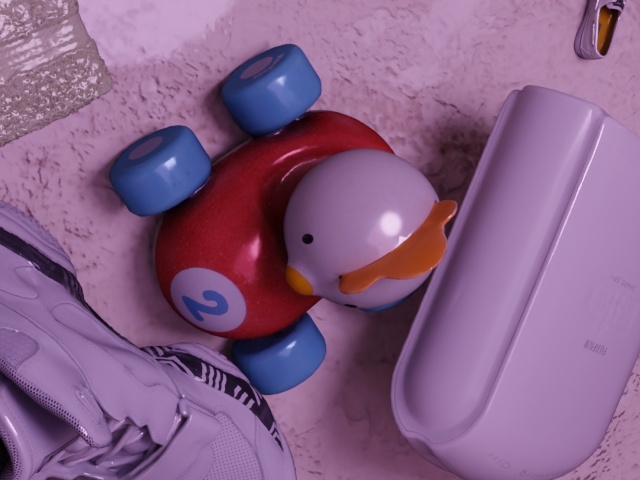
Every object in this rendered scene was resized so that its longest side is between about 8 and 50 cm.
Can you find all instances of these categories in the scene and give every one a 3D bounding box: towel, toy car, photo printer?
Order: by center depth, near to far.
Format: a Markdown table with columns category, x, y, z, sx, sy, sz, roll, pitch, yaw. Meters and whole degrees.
| category | x | y | z | sx | sy | sz | roll | pitch | yaw |
| --- | --- | --- | --- | --- | --- | --- | --- | --- | --- |
| towel | -0.228 | -0.122 | 0.937 | 0.148 | 0.027 | 0.110 | -28 | 112 | -18 |
| toy car | 0.000 | 0.000 | 0.951 | 0.210 | 0.238 | 0.219 | -38 | 113 | -14 |
| photo printer | 0.184 | 0.055 | 1.080 | 0.256 | 0.107 | 0.307 | 23 | 90 | -54 |

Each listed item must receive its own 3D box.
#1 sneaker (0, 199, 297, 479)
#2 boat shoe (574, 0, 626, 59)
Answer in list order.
| category | x | y | z | sx | sy | sz | roll | pitch | yaw |
| --- | --- | --- | --- | --- | --- | --- | --- | --- | --- |
| sneaker | -0.156 | 0.137 | 0.907 | 0.137 | 0.210 | 0.366 | -40 | 114 | 16 |
| boat shoe | 0.249 | -0.204 | 1.141 | 0.035 | 0.035 | 0.100 | 16 | 94 | -27 |
